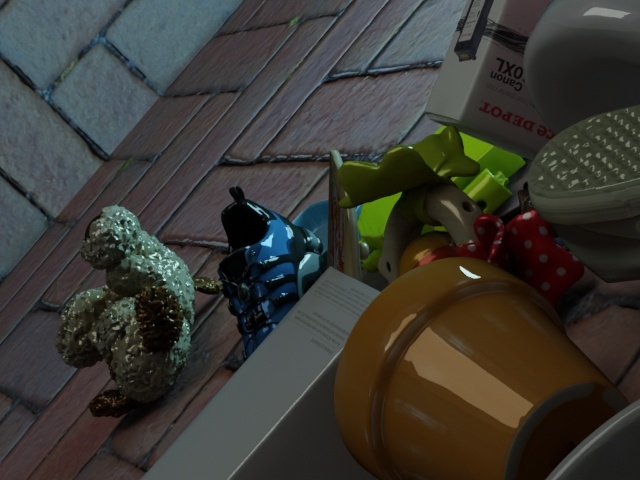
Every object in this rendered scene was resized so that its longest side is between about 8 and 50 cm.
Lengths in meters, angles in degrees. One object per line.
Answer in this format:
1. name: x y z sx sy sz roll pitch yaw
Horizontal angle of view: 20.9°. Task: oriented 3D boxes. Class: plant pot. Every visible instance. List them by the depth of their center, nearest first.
1. plant pot: 0.144 0.137 1.390 0.205 0.205 0.188 -49 34 -7

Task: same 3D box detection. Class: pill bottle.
1. pill bottle: 0.374 -0.261 1.623 0.229 0.229 0.407 -16 35 56

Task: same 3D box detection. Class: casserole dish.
1. casserole dish: 0.000 0.000 2.190 0.114 0.037 0.188 -53 21 -20

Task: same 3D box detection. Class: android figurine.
1. android figurine: 0.144 -0.069 1.992 0.273 0.056 0.248 -43 19 8

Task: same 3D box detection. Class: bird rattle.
1. bird rattle: 0.136 0.012 1.697 0.143 0.253 0.207 -27 -31 -35

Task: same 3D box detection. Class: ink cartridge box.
1. ink cartridge box: 0.235 -0.204 1.784 0.237 0.172 0.100 -69 21 3

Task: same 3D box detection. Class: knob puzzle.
1. knob puzzle: 0.036 0.012 1.940 0.030 0.213 0.213 -2 19 -7

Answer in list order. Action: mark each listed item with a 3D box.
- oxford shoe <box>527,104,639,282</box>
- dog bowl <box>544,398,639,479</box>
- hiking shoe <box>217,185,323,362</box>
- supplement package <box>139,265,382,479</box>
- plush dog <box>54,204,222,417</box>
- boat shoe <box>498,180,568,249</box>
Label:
1. oxford shoe: 0.375 -0.045 1.366 0.449 0.130 0.169 -7 37 40
2. dog bowl: 0.240 0.224 1.125 0.349 0.102 0.349 -40 20 17
3. hiking shoe: -0.072 0.076 2.005 0.113 0.132 0.304 -39 32 25
4. supplement package: -0.004 0.197 1.580 0.293 0.177 0.175 -48 19 -6
5. plush dog: -0.231 0.116 2.298 0.225 0.211 0.262 -97 23 -49
6. boat shoe: 0.223 -0.025 1.717 0.183 0.066 0.066 -39 21 22
